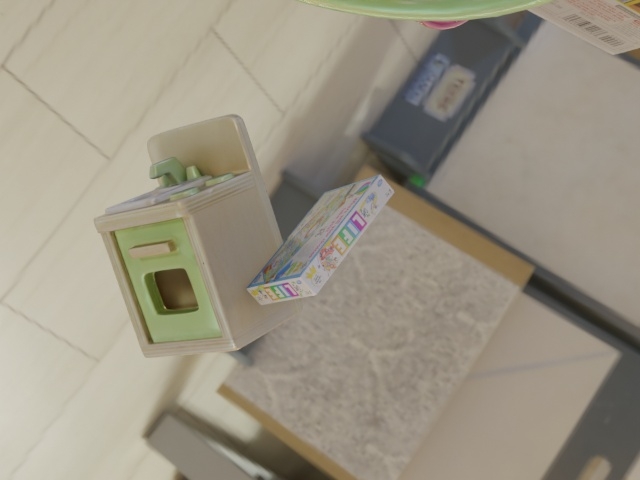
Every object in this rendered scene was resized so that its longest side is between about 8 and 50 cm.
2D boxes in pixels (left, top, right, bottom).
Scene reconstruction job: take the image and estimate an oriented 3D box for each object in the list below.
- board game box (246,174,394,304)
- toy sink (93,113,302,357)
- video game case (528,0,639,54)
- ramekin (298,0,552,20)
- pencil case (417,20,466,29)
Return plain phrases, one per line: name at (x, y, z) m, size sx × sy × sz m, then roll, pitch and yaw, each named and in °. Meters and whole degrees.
board game box at (0.000, 0.000, 1.195) m, size 0.026 × 0.103 × 0.154 m, roll 49°, pitch 59°, yaw -18°
toy sink at (-0.144, -0.002, 1.258) m, size 0.131 × 0.153 × 0.234 m, roll -27°, pitch 105°, yaw -48°
video game case at (0.233, -0.219, 0.911) m, size 0.227 × 0.206 × 0.026 m, roll 20°, pitch 76°, yaw -30°
ramekin at (0.027, -0.251, 0.578) m, size 0.303 × 0.303 × 0.148 m, roll 37°, pitch 61°, yaw -54°
pencil case at (0.140, -0.463, 1.746) m, size 0.160 × 0.386 × 0.167 m, roll 5°, pitch 121°, yaw -19°
